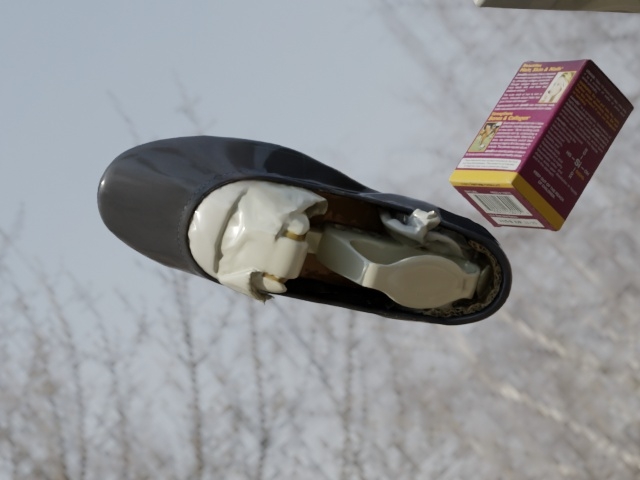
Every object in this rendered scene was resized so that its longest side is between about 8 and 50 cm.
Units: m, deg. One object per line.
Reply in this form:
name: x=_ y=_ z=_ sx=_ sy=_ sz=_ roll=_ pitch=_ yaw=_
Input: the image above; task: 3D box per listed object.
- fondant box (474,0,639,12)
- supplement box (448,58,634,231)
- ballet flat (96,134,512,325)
fondant box: x=0.254 y=-0.211 z=0.842 sx=0.330 sy=0.096 sz=0.238 roll=-3 pitch=-27 yaw=-24
supplement box: x=0.115 y=-0.050 z=0.915 sx=0.043 sy=0.055 sz=0.083 roll=42 pitch=-108 yaw=-27
ballet flat: x=0.000 y=0.000 z=0.805 sx=0.203 sy=0.074 sz=0.074 roll=14 pitch=-50 yaw=-20
